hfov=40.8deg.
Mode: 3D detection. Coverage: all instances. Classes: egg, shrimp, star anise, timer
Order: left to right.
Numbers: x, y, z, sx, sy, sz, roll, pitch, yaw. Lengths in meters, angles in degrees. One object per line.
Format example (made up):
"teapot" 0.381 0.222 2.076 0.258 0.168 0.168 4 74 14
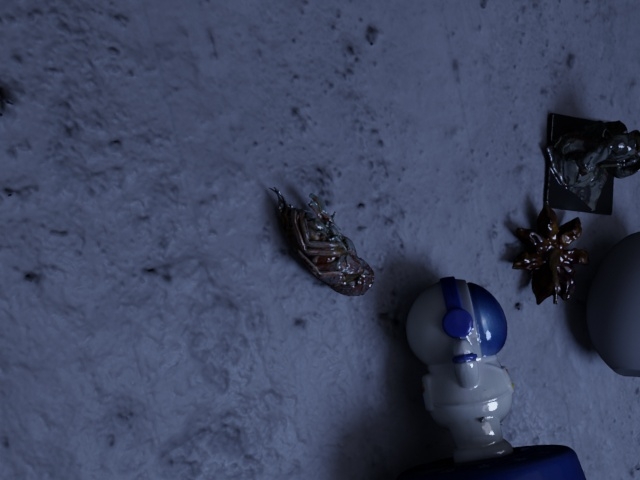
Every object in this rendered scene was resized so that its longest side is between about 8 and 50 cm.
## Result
"shrimp" -0.001 0.000 1.109 0.073 0.075 0.190 -39 101 9
"timer" 0.207 0.237 1.152 0.270 0.270 0.384 -4 79 -31
"star anise" 0.357 0.021 1.331 0.167 0.057 0.168 7 77 -34
"egg" 0.511 0.098 1.353 0.176 0.176 0.232 23 73 -29

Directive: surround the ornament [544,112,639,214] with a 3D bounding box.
"ornament" 0.461 -0.123 1.312 0.166 0.196 0.153 3 88 -30
